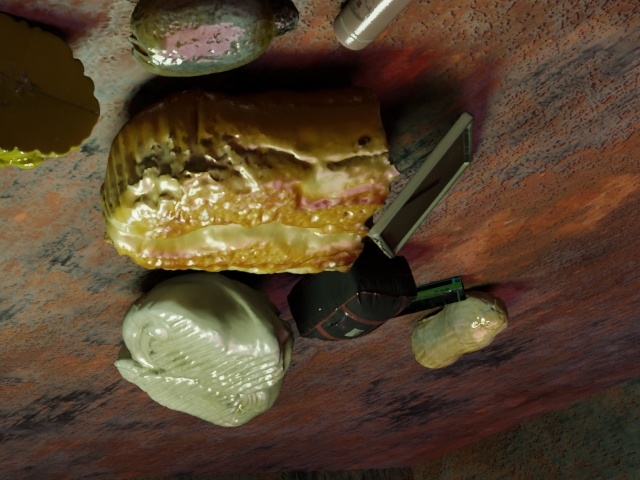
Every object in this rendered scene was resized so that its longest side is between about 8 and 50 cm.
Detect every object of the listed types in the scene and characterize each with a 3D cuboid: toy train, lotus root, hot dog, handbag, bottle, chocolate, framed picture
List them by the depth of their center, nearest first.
[{"bbox_3d":[-0.119,-0.239,1.134,0.192,0.088,0.113,-8,150,-7],"label":"lotus root"},{"bbox_3d":[0.069,-0.277,1.170,0.053,0.053,0.140,5,153,-32],"label":"bottle"},{"bbox_3d":[-0.119,-0.071,1.399,0.365,0.196,0.367,-6,151,-17],"label":"hot dog"},{"bbox_3d":[0.154,-0.071,1.490,0.213,0.016,0.289,-51,169,1],"label":"framed picture"},{"bbox_3d":[0.063,0.107,1.926,0.169,0.155,0.215,-1,154,-40],"label":"handbag"},{"bbox_3d":[0.205,0.125,2.174,0.209,0.042,0.044,-15,134,12],"label":"toy train"},{"bbox_3d":[0.308,0.200,2.296,0.134,0.134,0.309,3,158,-29],"label":"chocolate"}]

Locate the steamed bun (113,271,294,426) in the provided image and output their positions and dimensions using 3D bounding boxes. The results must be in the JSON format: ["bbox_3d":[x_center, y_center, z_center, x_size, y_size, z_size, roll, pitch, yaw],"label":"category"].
[{"bbox_3d":[-0.208,0.179,1.913,0.324,0.219,0.309,20,134,-8],"label":"steamed bun"}]

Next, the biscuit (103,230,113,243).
[{"bbox_3d":[-0.253,0.012,1.644,0.153,0.030,0.234,16,179,17],"label":"biscuit"}]

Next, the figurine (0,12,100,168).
[{"bbox_3d":[-0.421,-0.128,1.215,0.187,0.168,0.315,-6,168,-39],"label":"figurine"}]
